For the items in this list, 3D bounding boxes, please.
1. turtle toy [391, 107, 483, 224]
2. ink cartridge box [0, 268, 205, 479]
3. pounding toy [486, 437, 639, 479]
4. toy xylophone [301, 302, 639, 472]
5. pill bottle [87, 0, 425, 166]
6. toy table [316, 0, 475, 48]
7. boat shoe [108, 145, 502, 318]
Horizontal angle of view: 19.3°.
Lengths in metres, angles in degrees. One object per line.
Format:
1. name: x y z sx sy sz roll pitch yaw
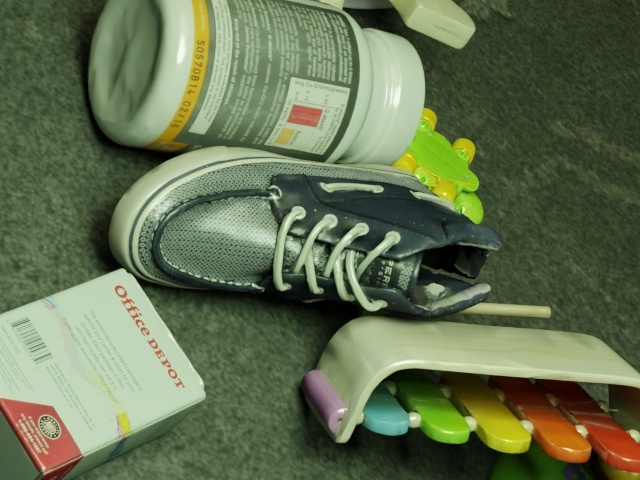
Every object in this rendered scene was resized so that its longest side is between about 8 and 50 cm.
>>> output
1. turtle toy: 0.109 -0.060 1.827 0.130 0.066 0.095 38 44 -10
2. ink cartridge box: -0.194 0.112 1.444 0.175 0.072 0.127 -22 73 -46
3. pounding toy: 0.272 0.239 1.692 0.237 0.110 0.183 5 55 -36
4. toy xylophone: 0.145 0.119 1.639 0.323 0.081 0.236 8 15 -9
5. pill bottle: -0.054 -0.145 1.691 0.278 0.162 0.162 9 53 -34
6. toy table: 0.030 -0.280 1.826 0.274 0.252 0.161 9 36 -20
7. boat shoe: 0.000 0.000 1.599 0.340 0.127 0.158 -6 25 -38
